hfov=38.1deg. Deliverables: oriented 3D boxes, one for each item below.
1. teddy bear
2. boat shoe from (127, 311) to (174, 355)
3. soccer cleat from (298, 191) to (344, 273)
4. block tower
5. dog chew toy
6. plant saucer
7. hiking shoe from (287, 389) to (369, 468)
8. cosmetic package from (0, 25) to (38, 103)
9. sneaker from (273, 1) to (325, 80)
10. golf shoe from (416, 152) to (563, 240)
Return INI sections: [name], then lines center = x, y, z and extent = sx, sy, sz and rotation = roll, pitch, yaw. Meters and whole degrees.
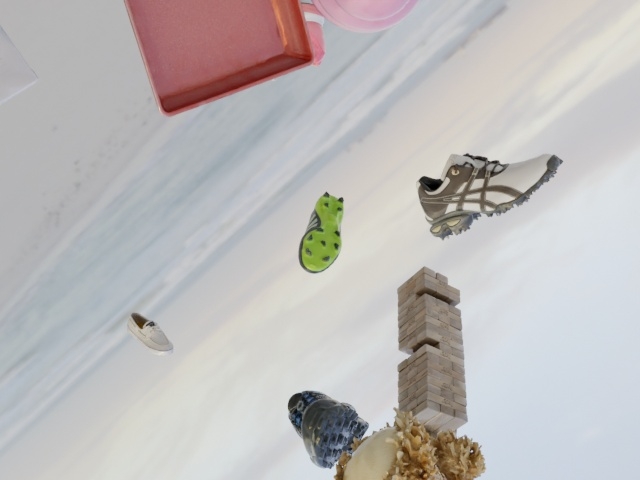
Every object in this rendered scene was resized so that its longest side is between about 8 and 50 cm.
[teddy bear]
center = 0.085, 0.266, 0.711
extent = 0.113, 0.337, 0.245
rotation = -4, -142, 14
[boat shoe]
center = -0.256, 0.138, 1.396
extent = 0.035, 0.100, 0.035
rotation = -18, 126, -40
[soccer cleat]
center = 0.000, 0.000, 1.391
extent = 0.178, 0.060, 0.072
rotation = -74, -173, -51
[block tower]
center = 0.202, 0.210, 1.701
extent = 0.097, 0.091, 0.335
rotation = -45, -151, 41
[dog chew toy]
center = 0.075, -0.417, 1.429
extent = 0.207, 0.206, 0.332
rotation = -41, -166, 12
[plant saucer]
center = -0.143, -0.311, 1.155
extent = 0.258, 0.259, 0.048
rotation = -28, -159, -37
[hiking shoe]
center = -0.009, 0.312, 1.569
extent = 0.113, 0.132, 0.304
rotation = -58, 164, -11
[cosmetic package]
center = -0.653, -0.254, 1.340
extent = 0.377, 0.284, 0.097
rotation = -39, -162, -27
[sneaker]
center = -0.137, -0.386, 1.882
extent = 0.314, 0.136, 0.116
rotation = -12, 174, 2
[golf shoe]
center = 0.201, -0.074, 1.155
extent = 0.198, 0.093, 0.077
rotation = -27, -173, 35
